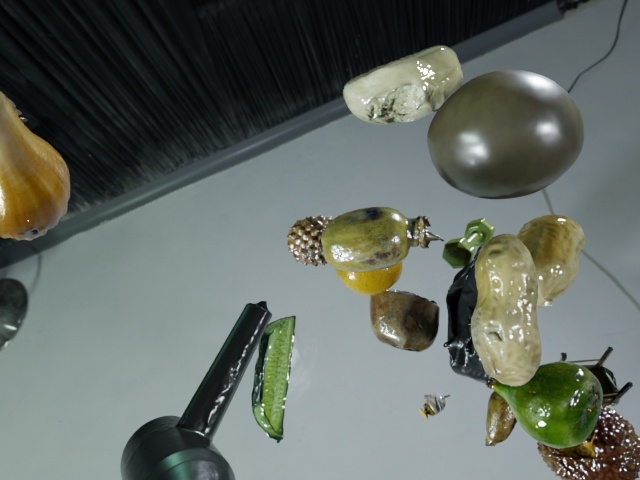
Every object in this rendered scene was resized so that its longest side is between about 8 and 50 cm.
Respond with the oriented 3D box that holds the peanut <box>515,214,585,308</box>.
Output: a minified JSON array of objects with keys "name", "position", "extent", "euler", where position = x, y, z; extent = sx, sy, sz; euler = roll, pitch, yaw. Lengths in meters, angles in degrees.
[{"name":"peanut","position":[0.425,0.037,0.813],"extent":[0.129,0.129,0.224],"euler":[25,68,25]}]

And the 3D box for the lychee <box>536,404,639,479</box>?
[{"name":"lychee","position":[0.776,0.587,1.228],"extent":[0.268,0.267,0.267],"euler":[-7,62,13]}]

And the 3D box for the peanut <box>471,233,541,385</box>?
[{"name":"peanut","position":[0.259,0.097,0.587],"extent":[0.100,0.099,0.213],"euler":[5,89,18]}]

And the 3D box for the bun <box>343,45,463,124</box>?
[{"name":"bun","position":[0.158,-0.280,0.792],"extent":[0.237,0.116,0.210],"euler":[-31,20,-26]}]

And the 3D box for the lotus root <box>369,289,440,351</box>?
[{"name":"lotus root","position":[0.292,0.301,1.531],"extent":[0.273,0.272,0.191],"euler":[5,70,18]}]

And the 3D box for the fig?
[{"name":"fig","position":[0.527,0.370,1.023],"extent":[0.203,0.203,0.235],"euler":[-52,30,-13]}]

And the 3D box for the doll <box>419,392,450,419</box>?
[{"name":"doll","position":[0.423,0.602,1.578],"extent":[0.127,0.073,0.084],"euler":[-32,42,-15]}]

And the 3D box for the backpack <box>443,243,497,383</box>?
[{"name":"backpack","position":[0.544,0.235,1.396],"extent":[0.255,0.363,0.444],"euler":[12,82,26]}]

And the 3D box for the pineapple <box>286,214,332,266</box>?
[{"name":"pineapple","position":[0.000,0.000,1.266],"extent":[0.193,0.166,0.166],"euler":[-9,58,42]}]

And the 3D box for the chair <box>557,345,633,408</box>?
[{"name":"chair","position":[0.900,0.496,1.433],"extent":[0.187,0.319,0.160],"euler":[-11,49,9]}]

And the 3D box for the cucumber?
[{"name":"cucumber","position":[-0.088,0.238,0.733],"extent":[0.046,0.070,0.219],"euler":[-1,79,31]}]

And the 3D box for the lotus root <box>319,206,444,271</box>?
[{"name":"lotus root","position":[0.130,-0.007,0.955],"extent":[0.279,0.154,0.153],"euler":[-6,62,21]}]

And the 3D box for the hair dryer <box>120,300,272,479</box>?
[{"name":"hair dryer","position":[-0.125,0.206,0.523],"extent":[0.244,0.116,0.302],"euler":[-17,45,59]}]

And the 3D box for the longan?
[{"name":"longan","position":[0.269,-0.155,0.638],"extent":[0.221,0.196,0.196],"euler":[10,66,31]}]

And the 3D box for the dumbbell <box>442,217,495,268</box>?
[{"name":"dumbbell","position":[0.589,0.008,1.671],"extent":[0.121,0.108,0.302],"euler":[48,45,13]}]

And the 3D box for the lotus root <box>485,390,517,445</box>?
[{"name":"lotus root","position":[0.560,0.550,1.306],"extent":[0.109,0.094,0.190],"euler":[25,77,-15]}]

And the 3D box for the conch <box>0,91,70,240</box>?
[{"name":"conch","position":[-0.363,-0.063,0.514],"extent":[0.110,0.330,0.093],"euler":[-11,79,-33]}]

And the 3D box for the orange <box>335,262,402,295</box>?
[{"name":"orange","position":[0.154,0.069,1.389],"extent":[0.237,0.236,0.236],"euler":[-7,62,13]}]
